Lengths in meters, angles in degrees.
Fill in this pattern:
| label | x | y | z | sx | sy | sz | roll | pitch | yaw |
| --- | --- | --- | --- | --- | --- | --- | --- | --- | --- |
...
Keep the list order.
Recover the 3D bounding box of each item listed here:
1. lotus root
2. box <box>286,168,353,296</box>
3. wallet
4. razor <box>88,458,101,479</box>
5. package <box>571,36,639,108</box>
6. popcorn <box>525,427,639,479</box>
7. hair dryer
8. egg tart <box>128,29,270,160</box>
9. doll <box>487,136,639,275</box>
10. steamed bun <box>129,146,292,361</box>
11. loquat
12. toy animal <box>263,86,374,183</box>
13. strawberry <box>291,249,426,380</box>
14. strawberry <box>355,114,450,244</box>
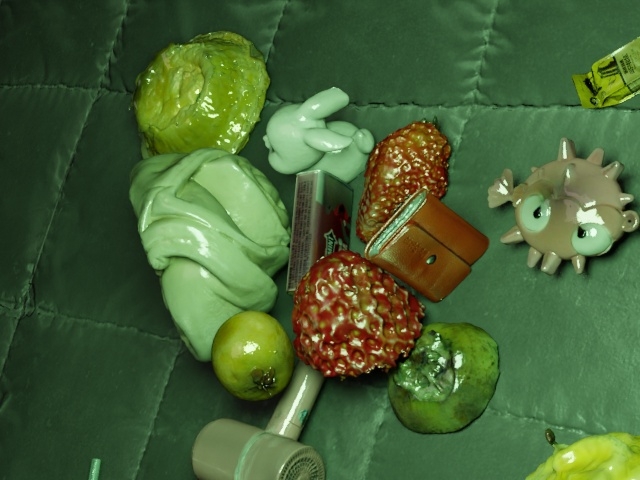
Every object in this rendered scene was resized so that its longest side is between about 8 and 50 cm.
| label | x | y | z | sx | sy | sz | roll | pitch | yaw |
| --- | --- | --- | --- | --- | --- | --- | --- | --- | --- |
| lotus root | 0.177 | 0.208 | 1.910 | 0.204 | 0.078 | 0.183 | -12 | 64 | 35 |
| box | 0.000 | 0.000 | 2.107 | 0.069 | 0.120 | 0.224 | -8 | 65 | 33 |
| wallet | 0.172 | 0.012 | 1.912 | 0.142 | 0.204 | 0.045 | -47 | 48 | 9 |
| razor | -0.437 | 0.515 | 2.275 | 0.084 | 0.036 | 0.211 | -13 | 64 | 31 |
| package | 0.470 | -0.259 | 1.904 | 0.131 | 0.047 | 0.071 | -31 | 58 | 25 |
| popcorn | 0.391 | 0.419 | 1.528 | 0.382 | 0.349 | 0.349 | 41 | 100 | 2 |
| hair dryer | -0.059 | 0.280 | 2.051 | 0.210 | 0.125 | 0.352 | 12 | 69 | 41 |
| egg tart | -0.261 | -0.280 | 2.421 | 0.345 | 0.132 | 0.345 | -13 | 65 | 31 |
| doll | 0.372 | -0.051 | 1.858 | 0.262 | 0.093 | 0.211 | 25 | 94 | 38 |
| steamed bun | -0.178 | -0.010 | 2.119 | 0.255 | 0.342 | 0.367 | -22 | 36 | -3 |
| loquat | -0.110 | 0.190 | 1.976 | 0.137 | 0.163 | 0.163 | -6 | 60 | -9 |
| toy animal | 0.003 | -0.176 | 2.139 | 0.178 | 0.193 | 0.127 | -8 | 66 | 26 |
| strawberry | 0.039 | 0.096 | 1.937 | 0.234 | 0.178 | 0.234 | -17 | 30 | 10 |
| strawberry | 0.127 | -0.111 | 2.064 | 0.175 | 0.107 | 0.236 | 7 | 76 | 40 |
